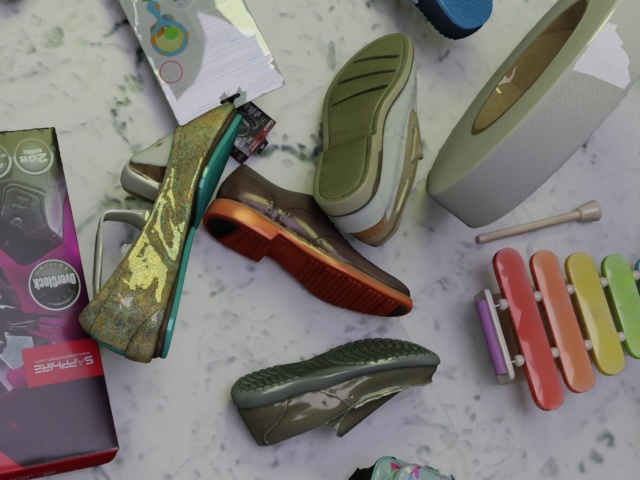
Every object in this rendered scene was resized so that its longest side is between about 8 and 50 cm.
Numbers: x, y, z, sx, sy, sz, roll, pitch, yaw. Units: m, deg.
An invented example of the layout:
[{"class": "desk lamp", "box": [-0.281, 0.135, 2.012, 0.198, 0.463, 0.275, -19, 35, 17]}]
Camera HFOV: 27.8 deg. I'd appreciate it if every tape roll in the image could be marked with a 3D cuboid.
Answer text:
[{"class": "tape roll", "box": [0.271, -0.184, 1.526, 0.072, 0.392, 0.392, 39, 65, -8]}]

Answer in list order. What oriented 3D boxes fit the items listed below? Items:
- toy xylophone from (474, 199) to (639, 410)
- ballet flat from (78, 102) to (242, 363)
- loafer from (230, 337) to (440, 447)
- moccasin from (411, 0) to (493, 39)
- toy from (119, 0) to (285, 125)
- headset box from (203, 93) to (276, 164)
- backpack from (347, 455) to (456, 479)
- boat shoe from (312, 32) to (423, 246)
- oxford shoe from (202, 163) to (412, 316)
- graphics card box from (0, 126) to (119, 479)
[{"class": "toy xylophone", "box": [0.321, 0.071, 1.638, 0.323, 0.081, 0.236, -19, 82, -25]}, {"class": "ballet flat", "box": [-0.177, -0.030, 1.408, 0.123, 0.123, 0.348, 24, 55, -13]}, {"class": "loafer", "box": [0.021, 0.177, 1.498, 0.251, 0.094, 0.087, -12, 104, -14]}, {"class": "moccasin", "box": [0.108, -0.404, 1.679, 0.138, 0.117, 0.342, -18, 77, -37]}, {"class": "toy", "box": [-0.155, -0.260, 1.555, 0.137, 0.056, 0.237, -26, 88, -7]}, {"class": "headset box", "box": [-0.099, -0.138, 1.562, 0.083, 0.032, 0.062, 39, 66, -8]}, {"class": "backpack", "box": [0.119, 0.344, 1.450, 0.188, 0.144, 0.166, 28, 61, -15]}, {"class": "boat shoe", "box": [0.066, -0.125, 1.582, 0.103, 0.113, 0.302, 52, 42, -37]}, {"class": "oxford shoe", "box": [0.000, 0.000, 1.529, 0.271, 0.097, 0.098, 30, 61, -11]}, {"class": "graphics card box", "box": [-0.364, 0.073, 1.366, 0.233, 0.094, 0.370, -8, 77, -23]}]
